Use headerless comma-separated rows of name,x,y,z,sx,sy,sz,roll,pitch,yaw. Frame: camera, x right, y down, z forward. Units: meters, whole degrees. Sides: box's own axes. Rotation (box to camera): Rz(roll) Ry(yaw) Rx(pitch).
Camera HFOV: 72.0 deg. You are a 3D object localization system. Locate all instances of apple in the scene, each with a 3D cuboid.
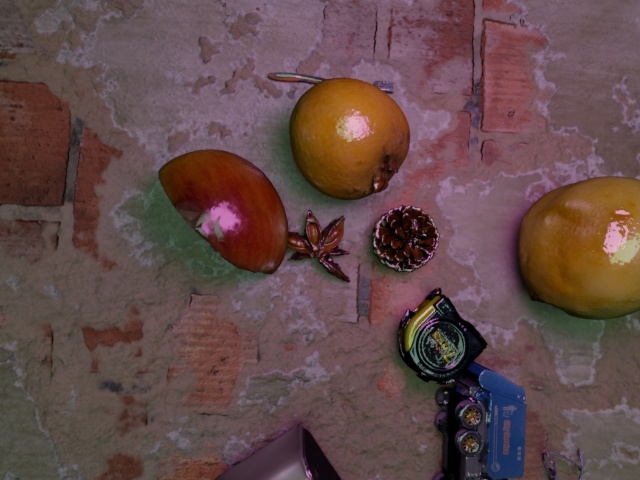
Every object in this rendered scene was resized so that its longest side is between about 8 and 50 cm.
apple,-0.209,-0.073,1.015,0.346,0.179,0.254,48,56,4

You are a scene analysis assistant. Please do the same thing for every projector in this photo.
projector,-0.079,0.598,0.969,0.249,0.248,0.248,-32,91,-3

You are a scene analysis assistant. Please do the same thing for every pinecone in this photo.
pinecone,0.204,-0.006,1.036,0.163,0.165,0.163,0,84,-1

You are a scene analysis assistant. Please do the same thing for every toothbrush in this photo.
toothbrush,0.027,-0.397,1.107,0.321,0.023,0.031,3,82,-3

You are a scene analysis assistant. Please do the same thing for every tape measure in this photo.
tape measure,0.274,0.239,1.064,0.186,0.112,0.199,-40,85,-10

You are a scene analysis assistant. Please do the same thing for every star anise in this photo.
star anise,0.000,0.000,1.081,0.212,0.053,0.157,21,92,2

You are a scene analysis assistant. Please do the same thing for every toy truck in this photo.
toy truck,0.373,0.478,1.045,0.175,0.146,0.367,4,89,-7

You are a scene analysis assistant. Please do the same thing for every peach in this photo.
peach,0.627,0.022,0.996,0.281,0.314,0.315,27,86,-37

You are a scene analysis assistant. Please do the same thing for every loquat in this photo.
loquat,0.067,-0.218,0.988,0.275,0.275,0.275,0,89,-3

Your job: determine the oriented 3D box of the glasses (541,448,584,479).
glasses,0.623,0.573,1.095,0.104,0.062,0.140,-17,91,-4
